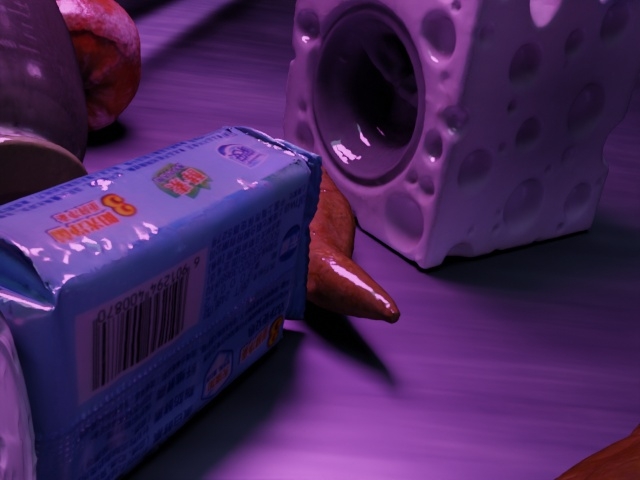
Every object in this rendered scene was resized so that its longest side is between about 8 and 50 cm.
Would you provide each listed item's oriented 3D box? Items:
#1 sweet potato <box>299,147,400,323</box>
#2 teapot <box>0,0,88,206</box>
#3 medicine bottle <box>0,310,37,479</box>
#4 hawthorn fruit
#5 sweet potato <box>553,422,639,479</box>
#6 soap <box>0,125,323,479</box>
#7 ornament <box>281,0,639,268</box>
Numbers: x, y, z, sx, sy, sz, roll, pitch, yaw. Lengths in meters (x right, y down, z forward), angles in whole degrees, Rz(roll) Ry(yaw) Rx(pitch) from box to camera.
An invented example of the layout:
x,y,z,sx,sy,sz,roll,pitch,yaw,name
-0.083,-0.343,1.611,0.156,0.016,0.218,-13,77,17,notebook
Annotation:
x,y,z,sx,sy,sz,roll,pitch,yaw,name
0.000,0.000,0.676,0.067,0.059,0.281,15,24,-14,sweet potato
-0.291,-0.094,0.558,0.239,0.239,0.322,52,11,27,teapot
-0.320,0.098,0.260,0.426,0.108,0.108,-7,28,-10,medicine bottle
-0.275,-0.198,0.881,0.173,0.172,0.173,7,26,-3,hawthorn fruit
0.110,0.159,0.302,0.370,0.157,0.158,-17,35,-30,sweet potato
-0.098,0.035,0.467,0.077,0.156,0.293,21,28,21,soap
0.129,-0.145,0.806,0.240,0.239,0.240,-10,32,-35,ornament
